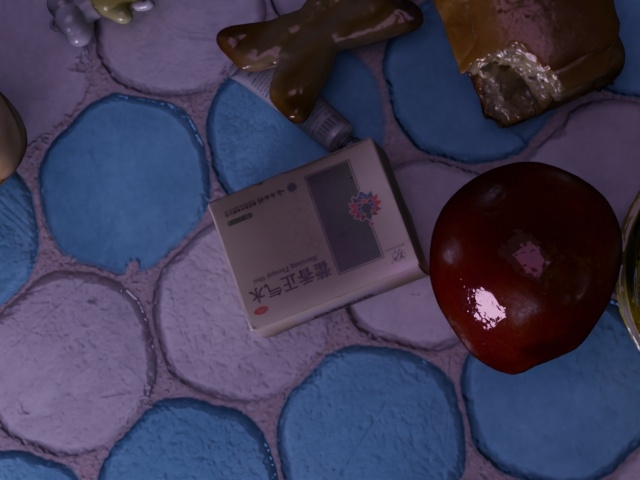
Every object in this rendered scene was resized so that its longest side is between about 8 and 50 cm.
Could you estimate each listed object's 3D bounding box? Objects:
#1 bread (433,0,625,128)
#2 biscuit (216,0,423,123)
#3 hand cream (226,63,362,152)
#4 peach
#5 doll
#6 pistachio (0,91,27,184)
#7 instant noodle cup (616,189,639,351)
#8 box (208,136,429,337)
[{"bbox_3d":[0.214,-0.309,1.838,0.195,0.149,0.344,-25,77,8],"label":"bread"},{"bbox_3d":[0.001,-0.248,1.910,0.208,0.047,0.164,-39,63,-6],"label":"biscuit"},{"bbox_3d":[-0.027,-0.168,1.931,0.194,0.042,0.067,43,97,21],"label":"hand cream"},{"bbox_3d":[0.218,0.030,1.740,0.199,0.243,0.243,13,84,-10],"label":"peach"},{"bbox_3d":[-0.267,-0.306,1.993,0.162,0.062,0.106,-29,67,6],"label":"doll"},{"bbox_3d":[-0.506,-0.122,1.943,0.321,0.229,0.238,5,108,24],"label":"pistachio"},{"bbox_3d":[0.460,0.039,1.647,0.325,0.254,0.326,0,92,12],"label":"instant noodle cup"},{"bbox_3d":[0.000,0.000,1.868,0.212,0.095,0.168,-22,80,9],"label":"box"}]
